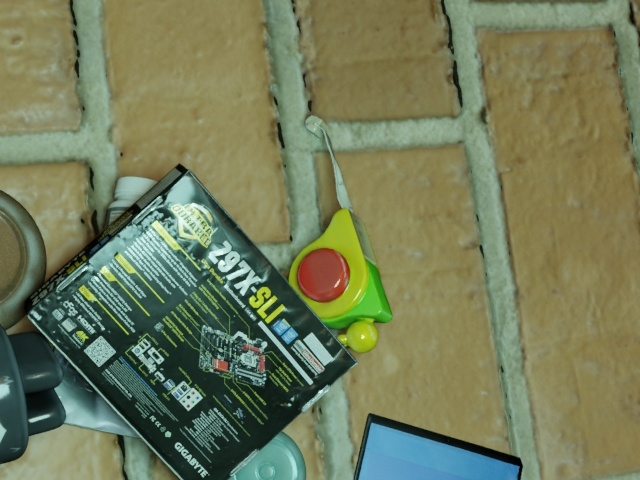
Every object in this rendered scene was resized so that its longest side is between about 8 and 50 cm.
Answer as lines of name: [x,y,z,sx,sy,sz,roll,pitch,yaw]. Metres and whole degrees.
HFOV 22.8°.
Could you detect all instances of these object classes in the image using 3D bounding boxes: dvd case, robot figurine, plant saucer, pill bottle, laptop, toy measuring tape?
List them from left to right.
robot figurine: [-0.434,0.186,1.801,0.278,0.173,0.209,-11,83,-22]
plant saucer: [-0.426,0.021,1.915,0.199,0.036,0.198,5,77,-20]
pill bottle: [-0.231,-0.005,1.968,0.078,0.078,0.137,13,74,-17]
dvd case: [-0.224,0.163,1.968,0.221,0.018,0.164,14,74,-17]
plant saucer: [-0.071,0.292,1.995,0.119,0.021,0.119,4,78,-20]
toy measuring tape: [0.000,0.000,2.052,0.121,0.121,0.330,-8,65,-21]
laptop: [0.161,0.368,2.001,0.234,0.264,0.136,18,110,-15]

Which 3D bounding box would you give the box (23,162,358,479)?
box: [-0.154,0.112,1.904,0.257,0.079,0.322,-43,105,-6]
